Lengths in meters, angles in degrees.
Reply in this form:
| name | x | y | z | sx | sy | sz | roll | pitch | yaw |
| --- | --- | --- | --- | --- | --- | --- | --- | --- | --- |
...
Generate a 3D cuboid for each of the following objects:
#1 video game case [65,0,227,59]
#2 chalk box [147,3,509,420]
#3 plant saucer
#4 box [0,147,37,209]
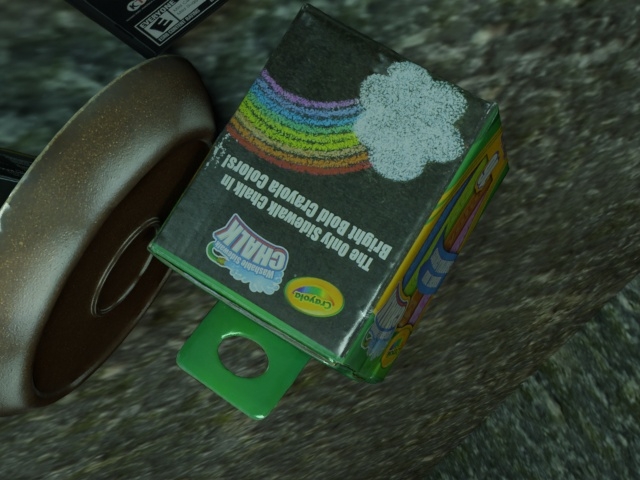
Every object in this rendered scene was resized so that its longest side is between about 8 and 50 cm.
| name | x | y | z | sx | sy | sz | roll | pitch | yaw |
| --- | --- | --- | --- | --- | --- | --- | --- | --- | --- |
| video game case | -0.064 | -0.242 | 0.600 | 0.275 | 0.035 | 0.248 | -36 | 157 | 11 |
| chalk box | 0.000 | 0.000 | 0.832 | 0.289 | 0.180 | 0.179 | -58 | 163 | -3 |
| plant saucer | -0.161 | 0.010 | 0.779 | 0.310 | 0.050 | 0.310 | -56 | 173 | -11 |
| box | -0.329 | 0.040 | 0.672 | 0.322 | 0.079 | 0.257 | 13 | 107 | -60 |
